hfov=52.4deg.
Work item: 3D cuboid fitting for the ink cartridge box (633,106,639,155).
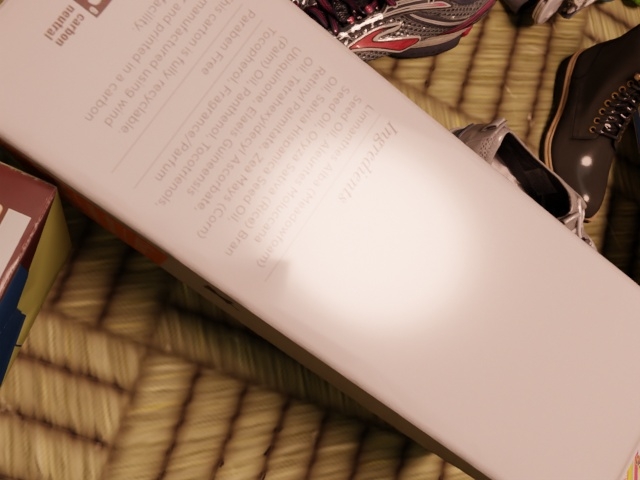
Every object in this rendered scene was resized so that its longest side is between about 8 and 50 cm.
[{"bbox_3d":[0.474,-0.010,0.631,0.269,0.151,0.396,22,54,-14],"label":"ink cartridge box"}]

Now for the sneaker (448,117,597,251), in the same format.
[{"bbox_3d":[0.208,0.006,0.615,0.281,0.115,0.105,46,70,-9],"label":"sneaker"}]

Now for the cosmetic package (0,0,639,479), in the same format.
[{"bbox_3d":[0.000,0.000,0.476,0.453,0.230,0.162,36,78,-10],"label":"cosmetic package"}]

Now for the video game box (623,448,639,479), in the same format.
[{"bbox_3d":[0.329,0.169,0.627,0.187,0.048,0.205,-2,95,-32],"label":"video game box"}]

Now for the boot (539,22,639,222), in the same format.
[{"bbox_3d":[0.297,-0.126,0.661,0.076,0.137,0.198,8,78,-17],"label":"boot"}]

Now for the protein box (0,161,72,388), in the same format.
[{"bbox_3d":[-0.282,0.006,0.400,0.201,0.200,0.136,25,73,-13],"label":"protein box"}]

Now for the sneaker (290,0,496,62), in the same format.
[{"bbox_3d":[0.039,-0.222,0.603,0.299,0.112,0.121,-24,89,-21],"label":"sneaker"}]

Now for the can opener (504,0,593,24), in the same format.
[{"bbox_3d":[0.320,-0.330,0.668,0.280,0.074,0.093,-37,80,11],"label":"can opener"}]

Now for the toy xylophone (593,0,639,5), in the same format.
[{"bbox_3d":[0.420,-0.392,0.783,0.322,0.081,0.236,-7,82,-20],"label":"toy xylophone"}]
